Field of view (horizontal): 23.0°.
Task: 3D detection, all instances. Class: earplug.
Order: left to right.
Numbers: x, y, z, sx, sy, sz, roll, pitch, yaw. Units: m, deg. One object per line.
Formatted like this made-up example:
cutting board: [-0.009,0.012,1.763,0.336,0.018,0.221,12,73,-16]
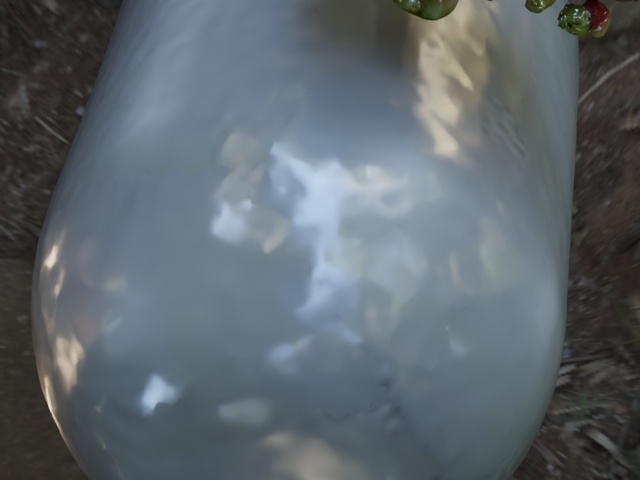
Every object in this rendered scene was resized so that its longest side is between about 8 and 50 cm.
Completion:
earplug: [0.000,0.000,0.920,0.312,0.394,0.313,4,130,4]

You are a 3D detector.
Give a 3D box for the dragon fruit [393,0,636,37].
dragon fruit: [0.088,-0.181,0.753,0.172,0.166,0.160,16,110,-4]
